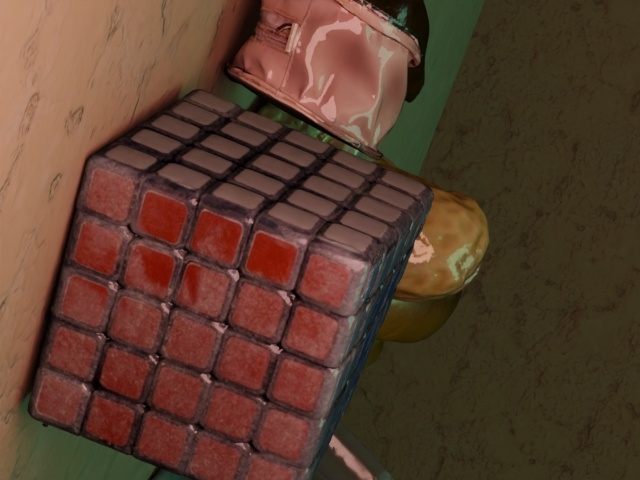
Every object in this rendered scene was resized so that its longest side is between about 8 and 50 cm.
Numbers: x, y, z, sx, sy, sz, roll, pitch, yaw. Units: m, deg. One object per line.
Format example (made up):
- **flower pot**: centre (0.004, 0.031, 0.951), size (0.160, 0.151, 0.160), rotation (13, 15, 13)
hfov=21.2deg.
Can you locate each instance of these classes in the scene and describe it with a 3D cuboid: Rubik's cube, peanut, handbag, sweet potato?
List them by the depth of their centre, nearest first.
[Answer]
- **Rubik's cube**: centre (-0.070, 0.041, 1.382), size (0.237, 0.238, 0.237), rotation (-53, 163, -66)
- **peanut**: centre (0.000, 0.000, 1.560), size (0.147, 0.305, 0.147), rotation (-9, 90, -86)
- **handbag**: centre (0.003, -0.165, 1.575), size (0.116, 0.179, 0.205), rotation (-61, 174, 2)
- **sweet potato**: centre (0.067, -0.270, 1.995), size (0.112, 0.112, 0.359), rotation (-65, 155, -22)

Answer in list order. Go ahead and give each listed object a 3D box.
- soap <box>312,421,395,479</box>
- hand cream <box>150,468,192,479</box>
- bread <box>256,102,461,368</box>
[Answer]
- **soap**: centre (-0.088, 0.308, 2.181), size (0.258, 0.302, 0.159), rotation (-45, 174, 33)
- **hand cream**: centre (-0.150, 0.275, 2.144), size (0.312, 0.070, 0.111), rotation (-56, 146, -55)
- **bread**: centre (-0.016, -0.012, 1.845), size (0.245, 0.329, 0.424), rotation (-28, -177, 14)
